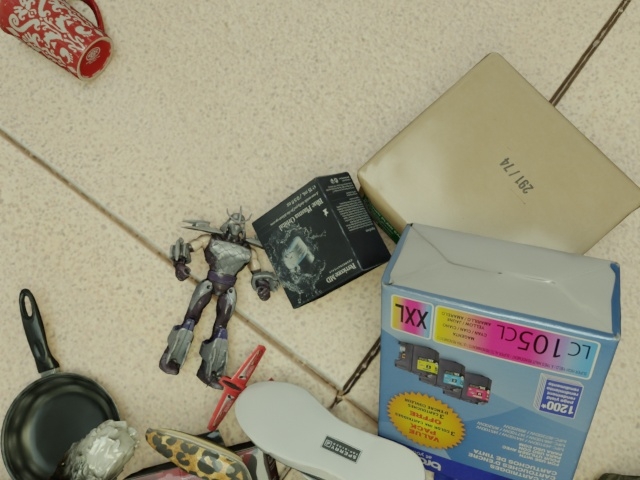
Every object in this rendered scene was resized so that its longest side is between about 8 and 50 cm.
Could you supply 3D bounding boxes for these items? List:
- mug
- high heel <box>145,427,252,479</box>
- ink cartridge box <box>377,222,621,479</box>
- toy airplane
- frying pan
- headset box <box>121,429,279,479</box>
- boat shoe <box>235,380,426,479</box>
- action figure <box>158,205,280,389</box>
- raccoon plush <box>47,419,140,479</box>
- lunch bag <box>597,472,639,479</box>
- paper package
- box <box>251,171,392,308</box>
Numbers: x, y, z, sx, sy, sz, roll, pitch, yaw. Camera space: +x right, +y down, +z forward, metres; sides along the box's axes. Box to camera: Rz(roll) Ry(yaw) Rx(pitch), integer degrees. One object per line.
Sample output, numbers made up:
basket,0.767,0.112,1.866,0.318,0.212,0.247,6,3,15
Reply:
mug,-0.449,-0.380,1.099,0.169,0.113,0.150,37,85,5
high heel,-0.150,0.377,0.839,0.261,0.093,0.186,28,74,-4
ink cartridge box,0.222,0.196,0.849,0.269,0.396,0.151,12,40,20
toy airplane,-0.117,0.231,0.975,0.028,0.151,0.151,24,79,46
frying pan,-0.451,0.263,1.010,0.197,0.053,0.326,-40,79,-4
headset box,-0.157,0.439,0.935,0.218,0.110,0.293,-15,79,-1
boat shoe,0.010,0.302,0.897,0.301,0.102,0.108,17,51,23
action figure,-0.163,0.082,1.002,0.185,0.099,0.285,17,89,-13
raccoon plush,-0.486,0.373,0.916,0.299,0.216,0.446,36,83,13
lunch bag,0.417,0.470,0.816,0.256,0.305,0.212,-40,79,-9
paper package,0.265,-0.067,0.984,0.309,0.168,0.325,-41,82,-5
box,0.000,0.000,0.979,0.156,0.093,0.158,-32,81,36
